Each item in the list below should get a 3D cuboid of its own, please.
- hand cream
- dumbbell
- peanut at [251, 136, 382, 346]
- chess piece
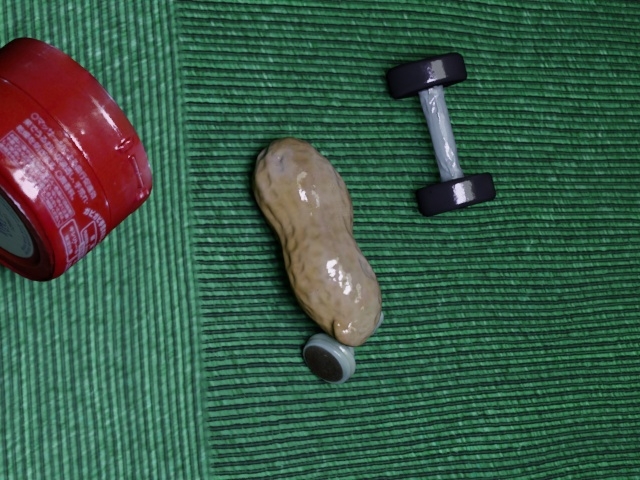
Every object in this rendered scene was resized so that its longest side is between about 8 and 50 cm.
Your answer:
[{"bbox_3d":[-0.297,-0.079,1.599,0.230,0.230,0.149,50,62,-15],"label":"hand cream"},{"bbox_3d":[0.151,-0.131,1.946,0.100,0.100,0.191,-14,91,-32],"label":"dumbbell"},{"bbox_3d":[0.000,0.000,1.815,0.117,0.101,0.263,-6,67,-39],"label":"peanut"},{"bbox_3d":[0.032,0.115,1.863,0.067,0.067,0.103,53,53,-14],"label":"chess piece"}]
